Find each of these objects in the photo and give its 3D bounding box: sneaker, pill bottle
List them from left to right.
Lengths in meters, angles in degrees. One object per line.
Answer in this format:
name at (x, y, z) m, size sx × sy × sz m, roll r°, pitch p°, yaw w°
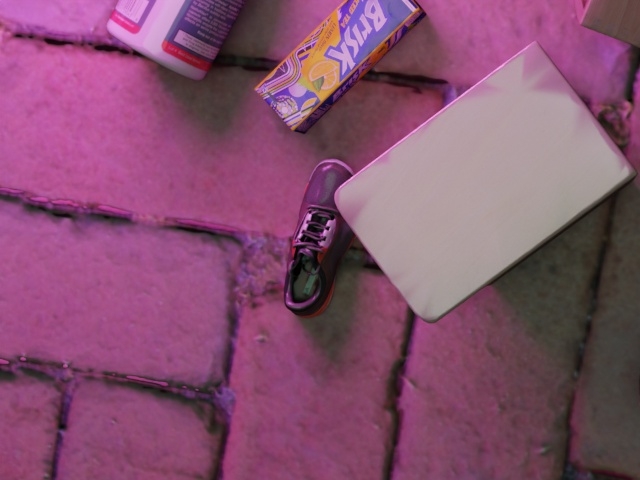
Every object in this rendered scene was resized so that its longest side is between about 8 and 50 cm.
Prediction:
pill bottle at (-0.118, -0.254, 1.658) m, size 0.108 × 0.108 × 0.180 m, roll 31°, pitch 97°, yaw 9°
sneaker at (0.000, 0.000, 1.662) m, size 0.061 × 0.065 × 0.158 m, roll 11°, pitch 94°, yaw 11°

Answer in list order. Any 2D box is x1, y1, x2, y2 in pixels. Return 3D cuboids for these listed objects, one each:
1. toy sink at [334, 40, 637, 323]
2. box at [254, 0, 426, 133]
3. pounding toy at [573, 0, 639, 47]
toy sink at (0.151, -0.048, 1.598) m, size 0.234 × 0.131 × 0.153 m, roll -38°, pitch 84°, yaw 5°
box at (0.020, -0.181, 1.659) m, size 0.169 × 0.054 × 0.059 m, roll -43°, pitch 84°, yaw 9°
pounding toy at (0.307, -0.294, 1.552) m, size 0.094 × 0.181 × 0.206 m, roll 20°, pitch 113°, yaw -5°
